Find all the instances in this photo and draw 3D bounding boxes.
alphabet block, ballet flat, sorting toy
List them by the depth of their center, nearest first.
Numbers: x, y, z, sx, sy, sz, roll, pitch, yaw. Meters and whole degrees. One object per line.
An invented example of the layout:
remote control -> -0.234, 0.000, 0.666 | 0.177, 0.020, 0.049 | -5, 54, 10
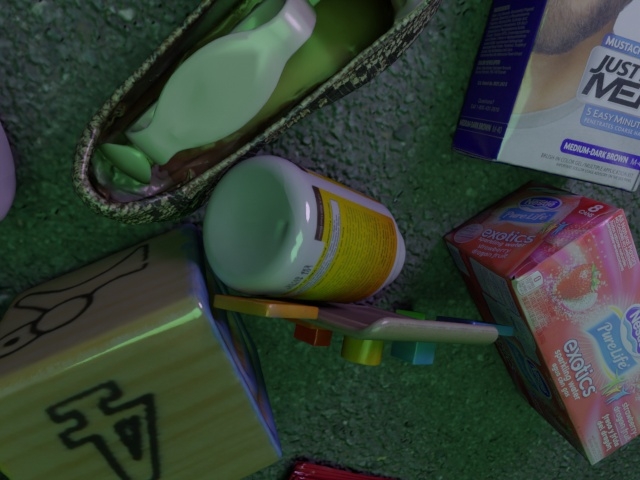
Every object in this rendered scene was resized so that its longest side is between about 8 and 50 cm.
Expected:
ballet flat -> -0.018, -0.182, 0.435 | 0.483, 0.182, 0.164 | -43, 105, 2
alphabet block -> -0.172, 0.126, 0.496 | 0.197, 0.192, 0.193 | -23, 114, -5
sorting toy -> 0.045, 0.092, 0.518 | 0.348, 0.196, 0.047 | 12, 84, -39

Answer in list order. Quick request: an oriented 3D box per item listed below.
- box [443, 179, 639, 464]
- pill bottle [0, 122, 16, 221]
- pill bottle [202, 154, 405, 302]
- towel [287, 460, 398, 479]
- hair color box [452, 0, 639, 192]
box -> 0.295, 0.097, 0.629 | 0.142, 0.154, 0.300 | -32, 112, -2
pill bottle -> -0.461, -0.041, 0.351 | 0.392, 0.224, 0.224 | -22, 112, -7
pill bottle -> 0.000, 0.000, 0.500 | 0.215, 0.117, 0.117 | 15, 107, -54
towel -> -0.005, 0.442, 0.736 | 0.199, 0.031, 0.275 | 20, 104, -22
hair color box -> 0.285, -0.236, 0.539 | 0.185, 0.110, 0.338 | 8, 104, -16
